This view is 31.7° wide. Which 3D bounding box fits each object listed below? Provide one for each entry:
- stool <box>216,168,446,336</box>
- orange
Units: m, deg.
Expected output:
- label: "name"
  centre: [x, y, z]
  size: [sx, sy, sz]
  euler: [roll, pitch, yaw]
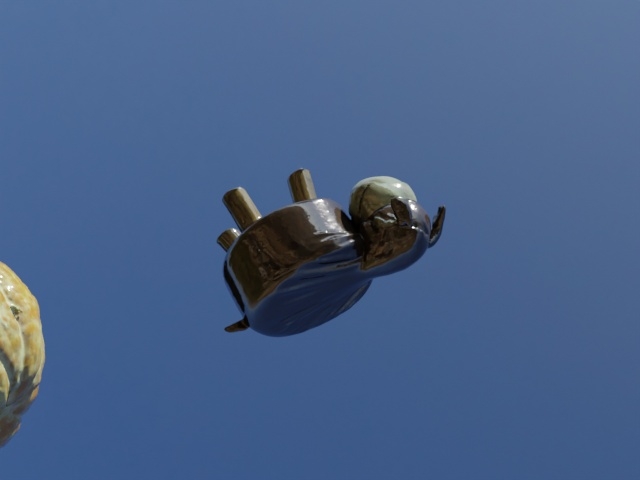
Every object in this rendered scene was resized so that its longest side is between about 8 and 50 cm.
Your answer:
- label: "stool"
  centre: [0.000, 0.000, 0.977]
  size: [0.217, 0.125, 0.121]
  euler: [-30, -120, 5]
- label: "orange"
  centre: [-0.492, 0.166, 1.423]
  size: [0.249, 0.329, 0.329]
  euler: [34, -81, 12]
